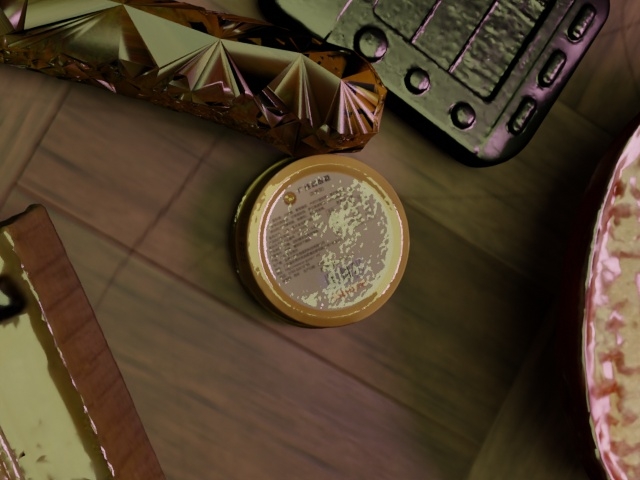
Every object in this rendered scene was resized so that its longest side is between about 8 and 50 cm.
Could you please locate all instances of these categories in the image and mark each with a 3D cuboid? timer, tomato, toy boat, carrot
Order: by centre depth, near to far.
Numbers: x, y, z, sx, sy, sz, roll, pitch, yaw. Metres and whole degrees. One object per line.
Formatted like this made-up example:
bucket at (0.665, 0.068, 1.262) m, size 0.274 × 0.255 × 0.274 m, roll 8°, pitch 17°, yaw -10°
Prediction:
toy boat at (-0.180, 0.074, 0.643) m, size 0.162 × 0.136 × 0.445 m, roll -28°, pitch 99°, yaw -23°
carrot at (-0.077, -0.099, 0.706) m, size 0.229 × 0.069 × 0.069 m, roll 15°, pitch 85°, yaw -13°
timer at (0.069, -0.144, 0.775) m, size 0.187 × 0.055 × 0.144 m, roll 36°, pitch 78°, yaw -13°
tomato at (0.273, 0.042, 0.801) m, size 0.338 × 0.144 × 0.338 m, roll 0°, pitch 91°, yaw -16°

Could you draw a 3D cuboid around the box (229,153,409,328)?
box at (0.000, 0.000, 0.756) m, size 0.106 × 0.037 × 0.105 m, roll 0°, pitch 91°, yaw -21°
